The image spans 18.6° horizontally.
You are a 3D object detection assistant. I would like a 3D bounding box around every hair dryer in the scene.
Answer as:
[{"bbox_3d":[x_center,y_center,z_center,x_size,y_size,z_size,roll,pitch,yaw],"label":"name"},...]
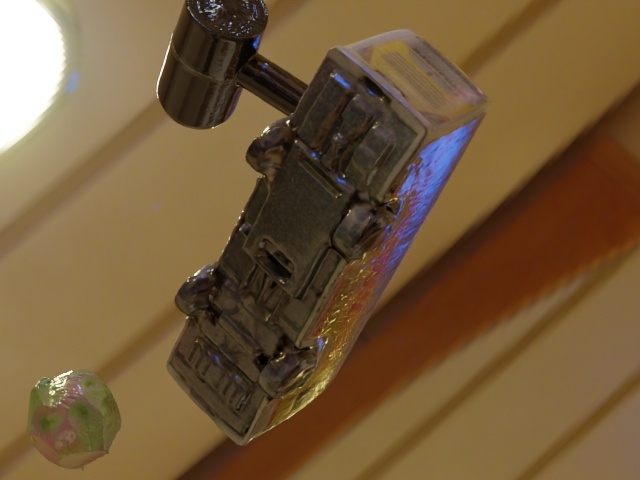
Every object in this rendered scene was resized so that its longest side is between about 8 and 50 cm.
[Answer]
[{"bbox_3d":[-0.031,-0.117,1.630,0.071,0.219,0.124,-52,-10,-39],"label":"hair dryer"}]

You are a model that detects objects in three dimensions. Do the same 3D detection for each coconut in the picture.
[{"bbox_3d":[-0.200,0.143,1.579,0.082,0.081,0.083,-31,19,43],"label":"coconut"}]

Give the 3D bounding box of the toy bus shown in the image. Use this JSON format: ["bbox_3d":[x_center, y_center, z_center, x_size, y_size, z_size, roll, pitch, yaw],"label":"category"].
[{"bbox_3d":[0.000,0.000,1.141,0.106,0.092,0.268,-25,-28,-46],"label":"toy bus"}]
